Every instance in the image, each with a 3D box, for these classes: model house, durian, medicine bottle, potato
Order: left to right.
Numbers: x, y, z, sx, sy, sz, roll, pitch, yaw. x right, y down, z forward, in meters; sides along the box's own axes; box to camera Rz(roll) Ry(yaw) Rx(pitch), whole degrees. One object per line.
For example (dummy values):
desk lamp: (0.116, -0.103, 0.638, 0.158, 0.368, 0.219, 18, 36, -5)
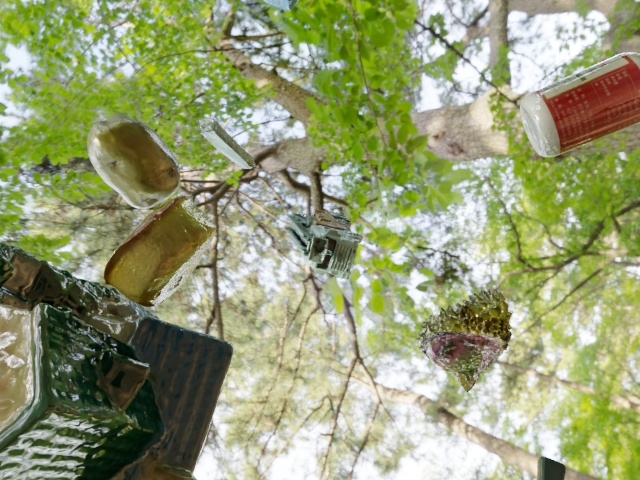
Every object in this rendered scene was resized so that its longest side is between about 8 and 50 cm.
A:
model house: (-0.323, 0.208, 0.654, 0.382, 0.342, 0.334, 62, -140, -60)
potato: (-0.387, -0.163, 0.979, 0.154, 0.137, 0.200, -26, -63, 3)
durian: (0.202, 0.129, 0.701, 0.186, 0.108, 0.119, 94, -172, -51)
medicine bottle: (0.514, -0.257, 0.872, 0.131, 0.250, 0.131, 58, -162, -30)

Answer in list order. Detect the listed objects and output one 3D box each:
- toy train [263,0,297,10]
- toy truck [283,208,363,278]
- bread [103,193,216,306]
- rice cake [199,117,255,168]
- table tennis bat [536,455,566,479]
toy train: (-0.152, -0.683, 1.044, 0.188, 0.265, 0.300, -57, -27, 0)
toy truck: (0.000, 0.000, 1.365, 0.184, 0.338, 0.133, 14, -75, -14)
bread: (-0.212, 0.019, 0.607, 0.086, 0.156, 0.125, 41, -152, 0)
rice cake: (-0.209, -0.217, 1.080, 0.211, 0.043, 0.034, 42, -127, -67)
table tennis bat: (0.272, 0.418, 0.589, 0.022, 0.173, 0.301, 94, -159, -47)
